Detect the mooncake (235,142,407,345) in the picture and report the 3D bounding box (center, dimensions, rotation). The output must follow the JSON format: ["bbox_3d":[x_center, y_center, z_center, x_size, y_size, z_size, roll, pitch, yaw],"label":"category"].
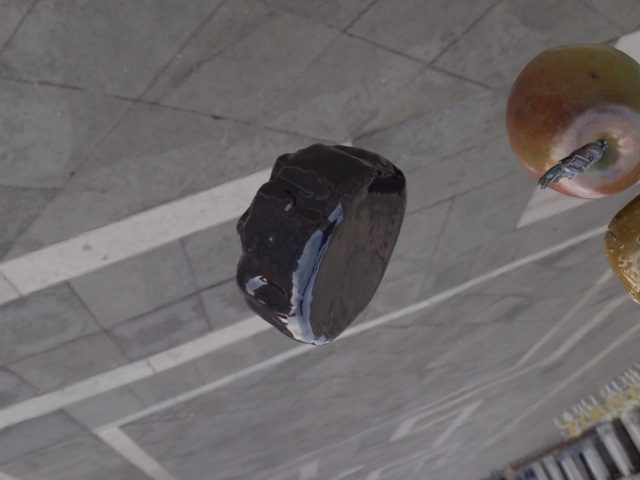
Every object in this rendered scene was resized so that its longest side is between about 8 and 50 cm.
[{"bbox_3d":[0.000,0.000,1.056,0.283,0.141,0.283,-40,145,-36],"label":"mooncake"}]

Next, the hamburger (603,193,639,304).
[{"bbox_3d":[0.709,0.027,1.492,0.259,0.283,0.144,-47,169,26],"label":"hamburger"}]

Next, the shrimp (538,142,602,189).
[{"bbox_3d":[0.292,-0.086,0.906,0.092,0.029,0.038,-27,174,-11],"label":"shrimp"}]

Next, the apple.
[{"bbox_3d":[0.551,-0.242,1.578,0.319,0.277,0.319,-4,115,-8],"label":"apple"}]
